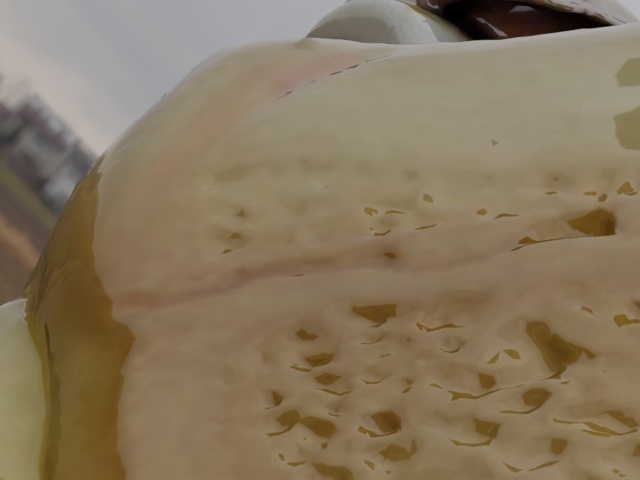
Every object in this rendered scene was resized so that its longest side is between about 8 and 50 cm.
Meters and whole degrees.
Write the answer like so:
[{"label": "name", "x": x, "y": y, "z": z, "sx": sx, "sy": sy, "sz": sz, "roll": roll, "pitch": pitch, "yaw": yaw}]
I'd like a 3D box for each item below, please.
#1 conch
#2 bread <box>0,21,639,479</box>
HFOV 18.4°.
[{"label": "conch", "x": 0.063, "y": -0.050, "z": 0.871, "sx": 0.127, "sy": 0.158, "sz": 0.255, "roll": 12, "pitch": 1, "yaw": 37}, {"label": "bread", "x": 0.022, "y": 0.094, "z": 0.507, "sx": 0.316, "sy": 0.270, "sz": 0.211, "roll": -90, "pitch": 170, "yaw": -47}]
